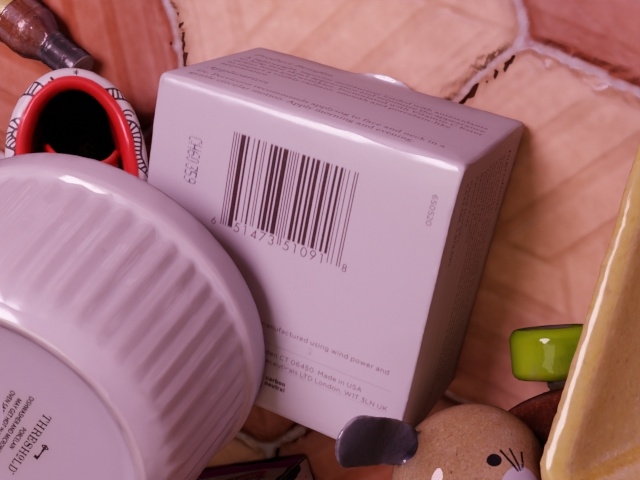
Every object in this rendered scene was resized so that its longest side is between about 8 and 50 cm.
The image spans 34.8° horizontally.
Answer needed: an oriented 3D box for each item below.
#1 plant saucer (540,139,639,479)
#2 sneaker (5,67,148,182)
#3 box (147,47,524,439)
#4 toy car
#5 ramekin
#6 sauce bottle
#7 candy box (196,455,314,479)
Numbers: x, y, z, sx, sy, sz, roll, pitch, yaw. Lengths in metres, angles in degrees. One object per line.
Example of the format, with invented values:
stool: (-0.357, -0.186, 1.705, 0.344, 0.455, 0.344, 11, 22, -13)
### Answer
plant saucer: (0.298, 0.003, 0.416, 0.332, 0.081, 0.333, 16, 86, 22)
sneaker: (-0.152, 0.028, 0.630, 0.090, 0.145, 0.270, 0, 88, -12)
box: (0.000, 0.000, 0.596, 0.180, 0.119, 0.182, 20, 115, 20)
toy car: (0.095, 0.128, 0.520, 0.149, 0.188, 0.155, -9, 84, 63)
ramekin: (-0.143, 0.070, 0.535, 0.207, 0.109, 0.207, 10, 124, 15)
sauce bottle: (-0.210, -0.153, 0.699, 0.128, 0.042, 0.042, 41, 119, 10)
candy box: (-0.053, 0.284, 0.739, 0.159, 0.071, 0.234, -15, 99, 29)
